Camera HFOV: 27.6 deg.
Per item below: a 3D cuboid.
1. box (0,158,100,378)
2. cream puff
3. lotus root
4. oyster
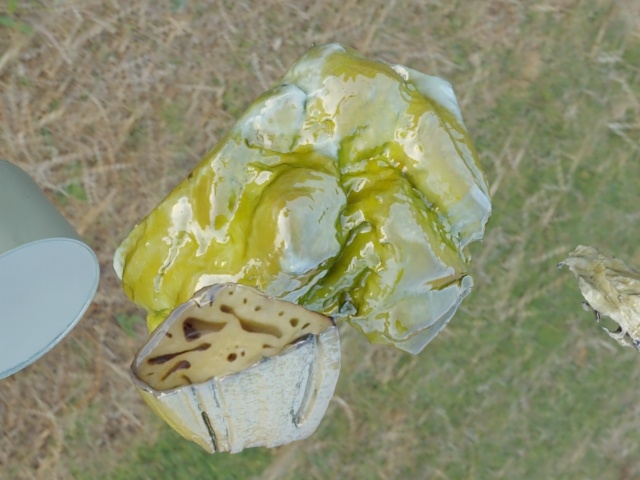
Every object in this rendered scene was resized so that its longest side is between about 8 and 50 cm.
[{"bbox_3d":[-0.384,0.035,1.473,0.226,0.149,0.226,-33,152,-20],"label":"box"},{"bbox_3d":[0.000,0.000,1.244,0.275,0.378,0.378,45,80,-5],"label":"cream puff"},{"bbox_3d":[-0.068,0.100,1.022,0.159,0.095,0.135,-8,136,-7],"label":"lotus root"},{"bbox_3d":[0.353,0.058,1.488,0.133,0.209,0.072,22,116,-12],"label":"oyster"}]
